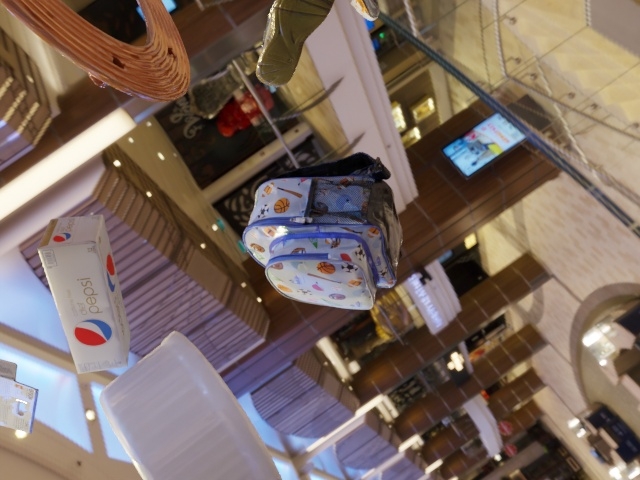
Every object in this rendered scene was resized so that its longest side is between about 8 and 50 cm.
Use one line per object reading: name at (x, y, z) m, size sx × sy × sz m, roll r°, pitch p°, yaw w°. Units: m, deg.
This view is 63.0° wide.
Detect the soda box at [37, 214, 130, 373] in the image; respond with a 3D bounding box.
soda box at (-0.312, 0.076, 0.707) m, size 0.074 × 0.069 × 0.216 m, roll -113°, pitch 21°, yaw -55°

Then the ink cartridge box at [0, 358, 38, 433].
ink cartridge box at (-0.714, 0.320, 1.117) m, size 0.224 × 0.223 × 0.045 m, roll 22°, pitch -140°, yaw -13°

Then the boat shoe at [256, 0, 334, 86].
boat shoe at (-0.043, -0.340, 0.793) m, size 0.080 × 0.223 × 0.073 m, roll 10°, pitch -130°, yaw -23°

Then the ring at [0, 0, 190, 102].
ring at (-0.246, -0.268, 0.482) m, size 0.336 × 0.032 × 0.336 m, roll 53°, pitch -163°, yaw -24°

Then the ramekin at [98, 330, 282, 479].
ramekin at (-0.185, 0.277, 0.725) m, size 0.277 × 0.135 × 0.277 m, roll 41°, pitch 150°, yaw 30°

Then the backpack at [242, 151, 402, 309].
backpack at (0.000, 0.000, 0.934) m, size 0.263 × 0.213 × 0.276 m, roll 8°, pitch 147°, yaw 21°

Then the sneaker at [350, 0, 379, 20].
sneaker at (0.068, -0.509, 0.944) m, size 0.084 × 0.083 × 0.215 m, roll -99°, pitch -14°, yaw -73°
